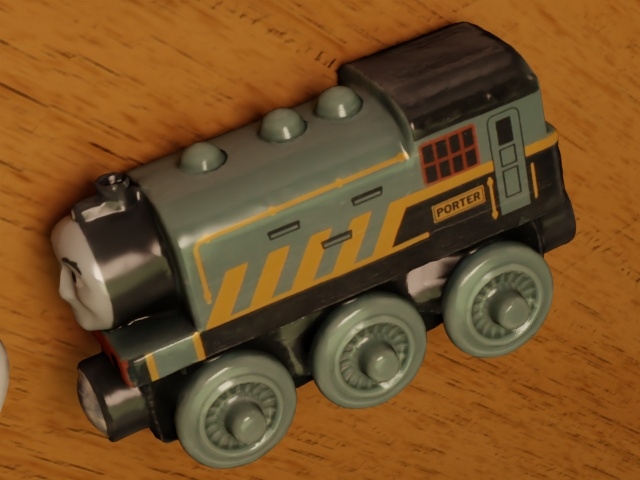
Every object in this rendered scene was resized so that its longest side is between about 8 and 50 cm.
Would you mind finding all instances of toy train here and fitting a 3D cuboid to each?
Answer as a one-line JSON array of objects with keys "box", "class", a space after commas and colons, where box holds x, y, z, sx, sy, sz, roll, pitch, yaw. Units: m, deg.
[{"box": [0.000, 0.000, 0.994, 0.334, 0.142, 0.190, -22, 122, -15], "class": "toy train"}]

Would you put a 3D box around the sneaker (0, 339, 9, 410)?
[{"box": [-0.320, 0.111, 0.882, 0.292, 0.108, 0.169, -36, 139, -2], "class": "sneaker"}]
